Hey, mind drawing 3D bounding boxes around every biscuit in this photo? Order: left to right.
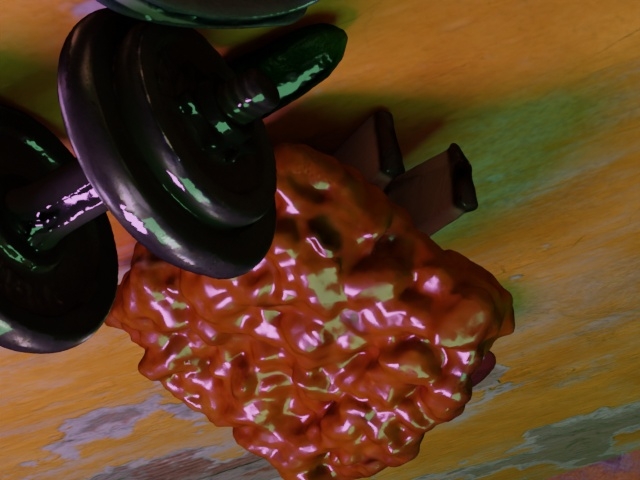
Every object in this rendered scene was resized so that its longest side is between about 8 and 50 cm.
[{"bbox_3d":[-0.017,0.071,0.947,0.312,0.110,0.318,37,133,-5],"label":"biscuit"}]

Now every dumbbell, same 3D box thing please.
[{"bbox_3d":[-0.151,-0.037,0.718,0.289,0.192,0.192,-25,154,23],"label":"dumbbell"}]

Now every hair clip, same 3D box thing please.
[{"bbox_3d":[0.000,0.004,1.025,0.101,0.085,0.331,13,143,-34],"label":"hair clip"}]

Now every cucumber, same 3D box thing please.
[{"bbox_3d":[-0.102,-0.087,0.820,0.284,0.056,0.056,-29,152,19],"label":"cucumber"}]

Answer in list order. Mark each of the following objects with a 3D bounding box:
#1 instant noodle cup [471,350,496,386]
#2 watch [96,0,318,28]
[{"bbox_3d":[0.081,0.155,1.381,0.273,0.091,0.274,-13,154,-6],"label":"instant noodle cup"},{"bbox_3d":[-0.057,-0.194,0.607,0.206,0.068,0.193,-9,153,-21],"label":"watch"}]
